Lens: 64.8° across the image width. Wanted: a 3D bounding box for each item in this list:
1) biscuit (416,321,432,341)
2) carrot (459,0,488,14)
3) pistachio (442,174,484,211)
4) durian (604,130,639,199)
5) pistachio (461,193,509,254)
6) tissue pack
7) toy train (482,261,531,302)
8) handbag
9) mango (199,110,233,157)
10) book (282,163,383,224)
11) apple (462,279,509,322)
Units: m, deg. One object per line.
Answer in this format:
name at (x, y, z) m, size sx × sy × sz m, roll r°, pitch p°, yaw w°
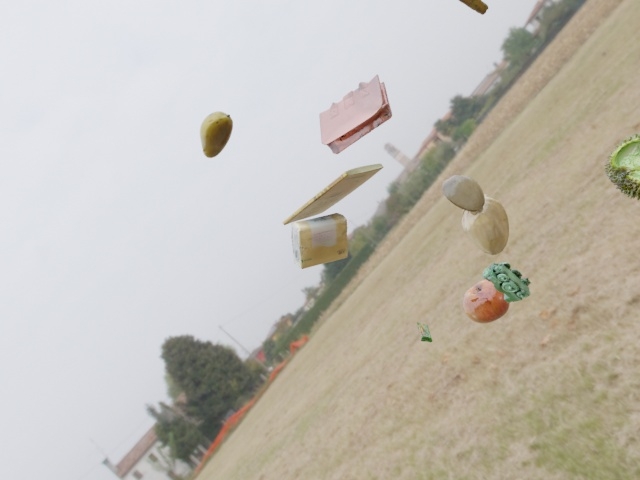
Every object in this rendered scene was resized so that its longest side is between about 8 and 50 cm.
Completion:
biscuit at (0.381, 0.335, 1.844) m, size 0.089 × 0.046 × 0.016 m, roll -95°, pitch 20°, yaw -55°
carrot at (0.393, -0.671, 1.382) m, size 0.042 × 0.170 × 0.042 m, roll -49°, pitch 30°, yaw 40°
pistachio at (0.476, -0.156, 1.670) m, size 0.113 × 0.149 × 0.113 m, roll -46°, pitch -7°, yaw -8°
durian at (1.029, -0.230, 1.597) m, size 0.200 × 0.236 × 0.176 m, roll -56°, pitch -13°, yaw 4°
pistachio at (0.583, -0.057, 1.773) m, size 0.157 × 0.230 × 0.157 m, roll -23°, pitch 29°, yaw 14°
tissue pack at (0.000, 0.000, 1.989) m, size 0.222 × 0.090 × 0.187 m, roll -11°, pitch -66°, yaw -24°
toy train at (0.629, 0.140, 1.706) m, size 0.104 × 0.178 × 0.071 m, roll -27°, pitch 32°, yaw 52°
handbag at (0.095, -0.356, 1.427) m, size 0.212 × 0.059 × 0.158 m, roll -29°, pitch 49°, yaw 29°
mango at (-0.316, -0.317, 1.514) m, size 0.103 × 0.076 × 0.161 m, roll -30°, pitch -23°, yaw -42°
book at (0.047, -0.183, 2.006) m, size 0.388 × 0.032 × 0.268 m, roll -35°, pitch -9°, yaw 39°
apple at (0.749, 0.279, 2.304) m, size 0.209 × 0.164 × 0.209 m, roll -39°, pitch 18°, yaw 15°
